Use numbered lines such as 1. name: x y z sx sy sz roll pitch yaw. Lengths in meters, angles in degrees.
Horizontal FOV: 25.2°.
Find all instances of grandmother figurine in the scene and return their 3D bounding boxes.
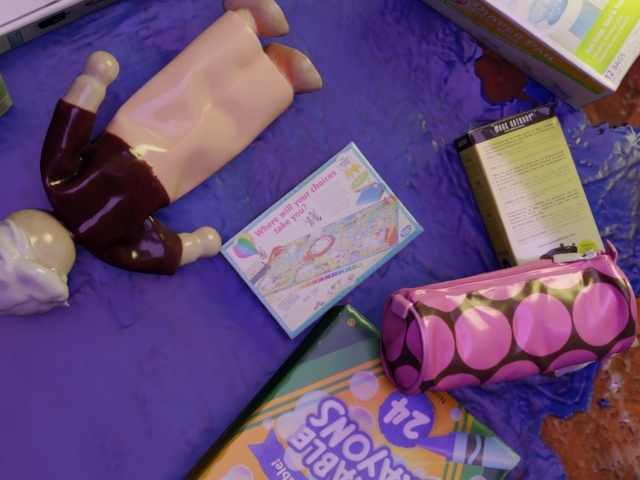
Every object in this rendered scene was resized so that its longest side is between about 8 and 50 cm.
1. grandmother figurine: -0.153 -0.058 1.192 0.342 0.104 0.207 -41 111 -17

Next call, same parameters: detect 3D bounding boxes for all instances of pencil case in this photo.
1. pencil case: 0.154 0.064 1.190 0.209 0.095 0.098 -13 126 -17

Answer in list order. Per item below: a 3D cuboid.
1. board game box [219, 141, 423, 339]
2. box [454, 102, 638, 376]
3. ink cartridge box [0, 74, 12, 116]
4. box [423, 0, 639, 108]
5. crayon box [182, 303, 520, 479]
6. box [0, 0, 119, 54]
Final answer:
1. board game box: 0.000 0.000 1.271 0.154 0.026 0.103 -39 93 -8
2. box: 0.202 0.000 1.285 0.087 0.058 0.232 -21 89 -9
3. ink cartridge box: -0.351 -0.192 1.159 0.235 0.171 0.056 45 82 -3
4. box: 0.192 -0.224 1.273 0.203 0.103 0.114 35 82 -5
5. crayon box: -0.011 0.241 1.229 0.203 0.083 0.323 41 83 -4
6. box: -0.191 -0.293 1.230 0.290 0.087 0.169 -27 91 -8
